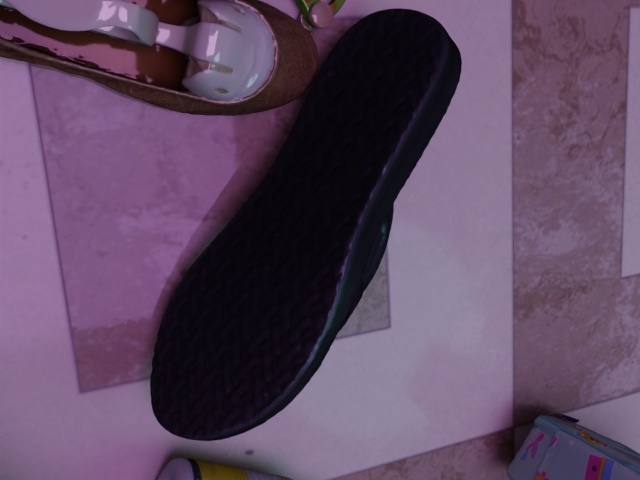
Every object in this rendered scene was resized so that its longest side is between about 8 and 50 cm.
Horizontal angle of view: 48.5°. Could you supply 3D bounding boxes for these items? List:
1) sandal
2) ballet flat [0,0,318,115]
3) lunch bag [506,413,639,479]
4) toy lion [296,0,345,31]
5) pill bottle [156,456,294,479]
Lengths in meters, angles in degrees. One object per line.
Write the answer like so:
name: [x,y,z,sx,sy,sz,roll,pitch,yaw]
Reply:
sandal: [0.002,0.000,0.667,0.446,0.167,0.107,-58,143,-1]
ballet flat: [-0.144,-0.173,0.582,0.342,0.124,0.116,11,97,-24]
lunch bag: [0.369,0.305,0.812,0.224,0.279,0.108,24,92,-36]
toy lion: [-0.009,-0.264,0.672,0.100,0.034,0.096,43,76,-24]
pill bottle: [-0.075,0.286,0.718,0.184,0.103,0.103,20,93,-25]
